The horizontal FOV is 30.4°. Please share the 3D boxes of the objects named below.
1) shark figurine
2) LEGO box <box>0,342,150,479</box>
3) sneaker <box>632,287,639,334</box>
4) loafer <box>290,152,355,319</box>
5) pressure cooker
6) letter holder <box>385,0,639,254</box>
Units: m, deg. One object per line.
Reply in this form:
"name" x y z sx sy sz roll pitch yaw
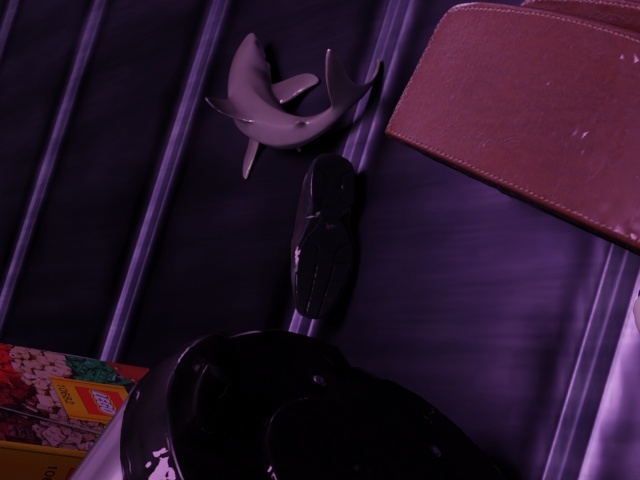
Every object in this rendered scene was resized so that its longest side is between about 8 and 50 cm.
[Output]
"shark figurine" -0.060 -0.146 1.282 0.278 0.116 0.166 23 95 56
"LEGO box" -0.405 0.365 1.259 0.193 0.372 0.500 44 113 51
"sneaker" 0.336 -0.043 0.666 0.350 0.131 0.148 -23 58 21
"loafer" 0.000 0.000 1.190 0.061 0.062 0.170 142 140 -68
"pressure cooker" -0.067 0.326 0.872 0.420 0.375 0.370 -53 25 24
"letter holder" 0.225 -0.110 0.859 0.302 0.152 0.214 33 100 53
